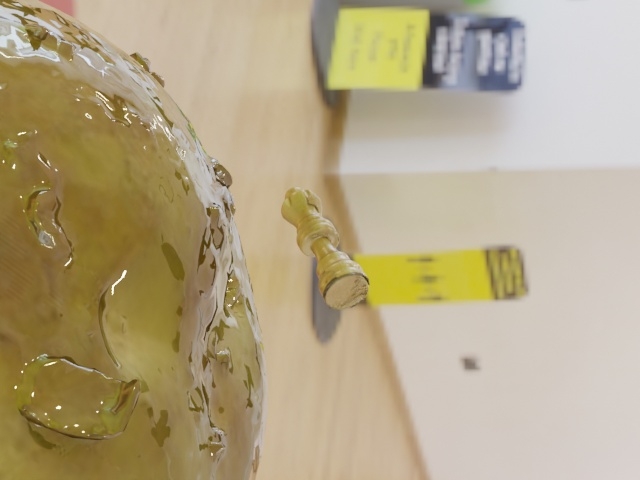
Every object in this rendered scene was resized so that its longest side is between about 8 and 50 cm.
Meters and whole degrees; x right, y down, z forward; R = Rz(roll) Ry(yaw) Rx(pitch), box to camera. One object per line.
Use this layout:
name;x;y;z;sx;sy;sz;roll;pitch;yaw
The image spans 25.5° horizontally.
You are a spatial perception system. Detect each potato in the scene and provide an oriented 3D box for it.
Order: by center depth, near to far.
potato;-0.175;0.078;0.817;0.385;0.319;0.442;-51;-169;41

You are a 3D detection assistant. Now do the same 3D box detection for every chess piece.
chess piece;-0.001;0.000;1.624;0.060;0.060;0.172;74;-9;-49
